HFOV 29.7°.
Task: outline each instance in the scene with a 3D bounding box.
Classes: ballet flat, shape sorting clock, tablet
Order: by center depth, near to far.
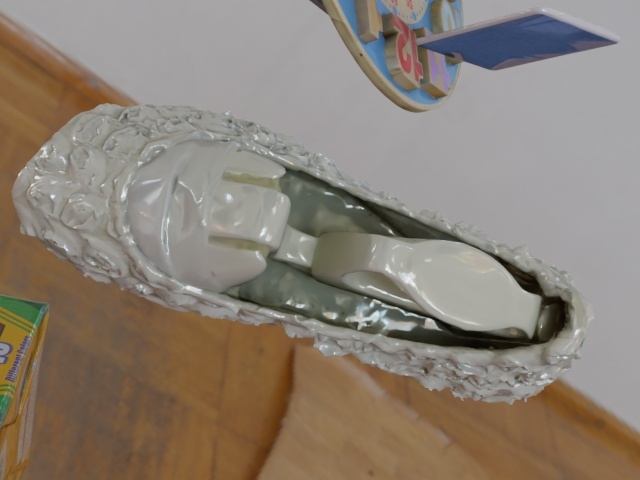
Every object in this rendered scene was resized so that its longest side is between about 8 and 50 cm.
[{"bbox_3d":[0.089,-0.092,0.553,0.054,0.083,0.006,11,81,-35],"label":"tablet"},{"bbox_3d":[0.035,-0.169,0.643,0.206,0.040,0.206,26,60,-57],"label":"shape sorting clock"},{"bbox_3d":[0.000,0.000,0.806,0.408,0.147,0.147,18,32,-9],"label":"ballet flat"}]

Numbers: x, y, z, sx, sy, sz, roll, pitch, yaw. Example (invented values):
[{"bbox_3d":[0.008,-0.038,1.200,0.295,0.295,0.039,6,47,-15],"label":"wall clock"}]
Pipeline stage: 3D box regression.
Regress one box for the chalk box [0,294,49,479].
[{"bbox_3d":[-0.383,0.136,0.954,0.288,0.180,0.179,13,27,-5],"label":"chalk box"}]
